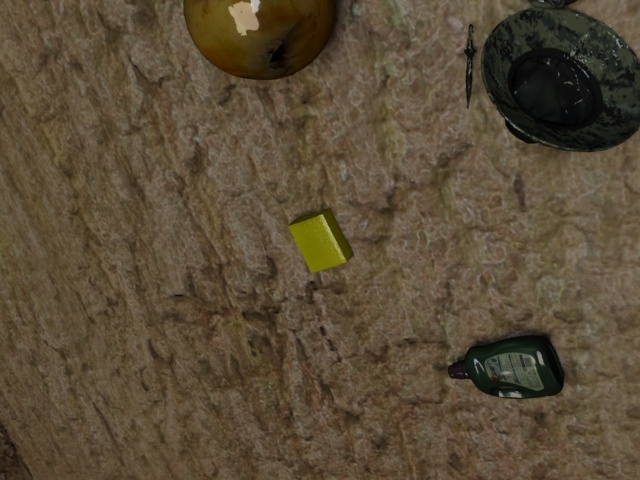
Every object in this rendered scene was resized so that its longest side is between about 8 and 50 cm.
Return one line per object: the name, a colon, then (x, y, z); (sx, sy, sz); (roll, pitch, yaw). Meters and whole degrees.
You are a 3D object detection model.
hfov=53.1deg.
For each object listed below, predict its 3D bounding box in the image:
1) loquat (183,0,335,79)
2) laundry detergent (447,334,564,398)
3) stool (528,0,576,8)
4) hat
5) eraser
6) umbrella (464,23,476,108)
loquat: (-0.106, -0.407, 1.106); (0.263, 0.263, 0.263); (12, 121, 21)
laundry detergent: (0.374, 0.270, 1.319); (0.222, 0.078, 0.144); (-18, 111, 33)
stool: (0.302, -0.439, 0.928); (0.153, 0.228, 0.139); (42, 108, 39)
hat: (0.359, -0.228, 1.012); (0.265, 0.265, 0.128); (39, 160, 4)
eraser: (0.000, 0.000, 1.384); (0.097, 0.045, 0.122); (-19, 105, 33)
umbrella: (0.256, -0.300, 1.106); (0.022, 0.022, 0.148); (-10, 127, -8)
